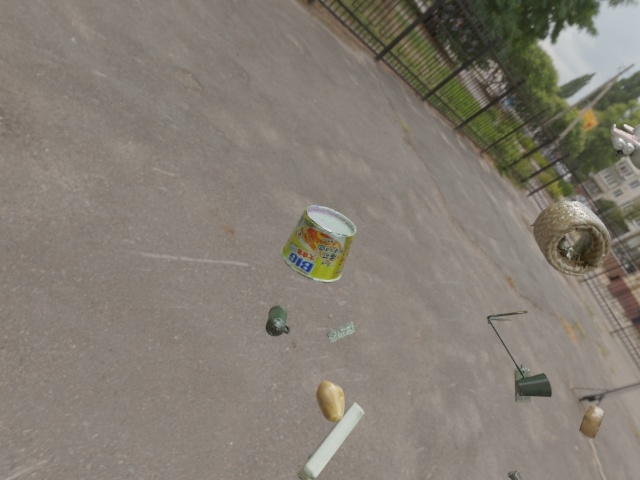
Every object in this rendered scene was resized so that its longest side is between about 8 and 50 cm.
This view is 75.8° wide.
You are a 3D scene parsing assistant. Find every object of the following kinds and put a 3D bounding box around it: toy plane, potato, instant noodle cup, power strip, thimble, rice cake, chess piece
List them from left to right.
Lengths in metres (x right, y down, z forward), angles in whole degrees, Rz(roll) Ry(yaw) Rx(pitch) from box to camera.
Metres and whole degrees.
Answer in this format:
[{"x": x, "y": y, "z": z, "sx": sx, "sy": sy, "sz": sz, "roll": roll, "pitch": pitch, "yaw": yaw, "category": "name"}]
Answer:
[{"x": 0.000, "y": 0.000, "z": 1.180, "sx": 0.204, "sy": 0.153, "sz": 0.205, "roll": 19, "pitch": 25, "yaw": -9, "category": "instant noodle cup"}, {"x": 0.029, "y": 0.588, "z": 1.196, "sx": 0.046, "sy": 0.118, "sz": 0.270, "roll": 41, "pitch": 54, "yaw": 12, "category": "power strip"}, {"x": 0.022, "y": 0.348, "z": 0.890, "sx": 0.062, "sy": 0.068, "sz": 0.083, "roll": 1, "pitch": 55, "yaw": -5, "category": "potato"}, {"x": 0.086, "y": 0.395, "z": 1.780, "sx": 0.237, "sy": 0.127, "sz": 0.043, "roll": 108, "pitch": -40, "yaw": -79, "category": "rice cake"}, {"x": 0.686, "y": 0.486, "z": 1.396, "sx": 0.019, "sy": 0.050, "sz": 0.136, "roll": -35, "pitch": 123, "yaw": -80, "category": "power strip"}, {"x": 0.824, "y": -0.010, "z": 1.352, "sx": 0.229, "sy": 0.196, "sz": 0.148, "roll": 38, "pitch": 33, "yaw": -20, "category": "thimble"}, {"x": 0.712, "y": 0.475, "z": 1.077, "sx": 0.083, "sy": 0.038, "sz": 0.084, "roll": -18, "pitch": 117, "yaw": -40, "category": "chess piece"}, {"x": 1.048, "y": -0.305, "z": 1.311, "sx": 0.251, "sy": 0.118, "sz": 0.252, "roll": 7, "pitch": 50, "yaw": -8, "category": "toy plane"}]

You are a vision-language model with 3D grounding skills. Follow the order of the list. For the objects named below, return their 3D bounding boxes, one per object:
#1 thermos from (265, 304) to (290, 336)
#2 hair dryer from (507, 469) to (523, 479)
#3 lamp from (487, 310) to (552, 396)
[{"x": -0.159, "y": 0.301, "z": 1.491, "sx": 0.188, "sy": 0.073, "sz": 0.083, "roll": -104, "pitch": 171, "yaw": -82, "category": "thermos"}, {"x": 0.428, "y": 0.708, "z": 0.911, "sx": 0.121, "sy": 0.300, "sz": 0.362, "roll": 33, "pitch": 58, "yaw": -53, "category": "hair dryer"}, {"x": 0.283, "y": 0.165, "z": 0.592, "sx": 0.041, "sy": 0.054, "sz": 0.122, "roll": 67, "pitch": 14, "yaw": -64, "category": "lamp"}]
